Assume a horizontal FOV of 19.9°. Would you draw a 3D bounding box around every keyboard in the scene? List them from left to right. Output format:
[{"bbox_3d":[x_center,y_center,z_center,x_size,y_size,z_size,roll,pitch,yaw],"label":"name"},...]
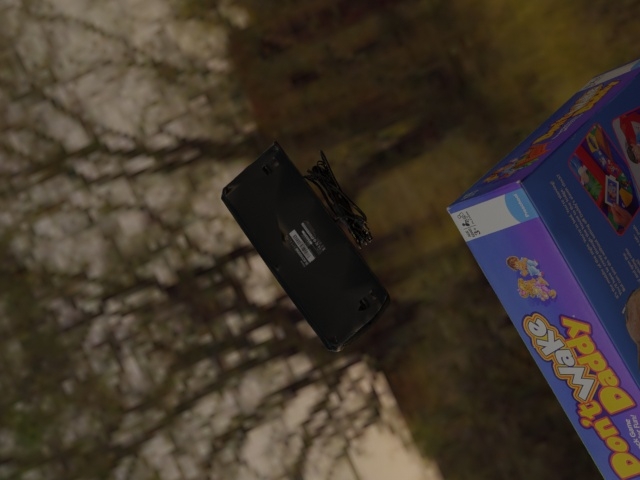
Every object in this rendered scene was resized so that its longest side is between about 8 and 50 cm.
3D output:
[{"bbox_3d":[0.000,0.000,1.597,0.192,0.100,0.038,55,-169,22],"label":"keyboard"}]

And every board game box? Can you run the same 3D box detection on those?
[{"bbox_3d":[0.269,0.057,1.425,0.233,0.078,0.347,-39,-77,-41],"label":"board game box"}]

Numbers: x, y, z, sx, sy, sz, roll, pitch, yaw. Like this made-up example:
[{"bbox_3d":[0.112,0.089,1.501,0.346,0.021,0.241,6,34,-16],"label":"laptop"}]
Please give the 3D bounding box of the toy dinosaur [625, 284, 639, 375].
[{"bbox_3d":[0.221,0.027,0.958,0.127,0.200,0.295,26,-165,13],"label":"toy dinosaur"}]
